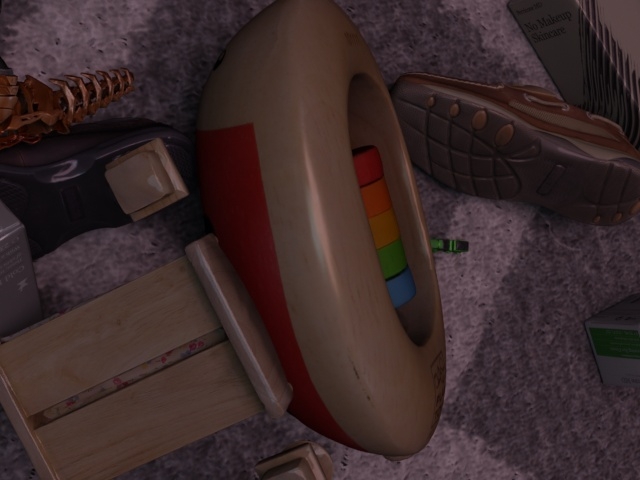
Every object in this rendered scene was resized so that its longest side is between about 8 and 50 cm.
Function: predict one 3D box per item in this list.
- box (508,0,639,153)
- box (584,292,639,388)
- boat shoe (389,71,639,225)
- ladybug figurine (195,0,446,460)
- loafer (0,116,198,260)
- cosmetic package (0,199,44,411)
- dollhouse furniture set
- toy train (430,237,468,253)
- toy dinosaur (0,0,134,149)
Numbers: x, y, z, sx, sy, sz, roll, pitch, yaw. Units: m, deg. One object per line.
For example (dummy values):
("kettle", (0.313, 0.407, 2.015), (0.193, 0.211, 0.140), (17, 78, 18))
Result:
("box", (0.349, -0.202, 1.211), (0.094, 0.113, 0.275), (-41, 104, -22))
("box", (0.393, 0.119, 1.219), (0.102, 0.101, 0.087), (-23, 98, -25))
("boat shoe", (0.220, -0.116, 1.151), (0.324, 0.123, 0.116), (20, 44, -16))
("ladybug figurine", (0.000, 0.000, 0.954), (0.305, 0.162, 0.449), (-30, 106, -70))
("loafer", (-0.262, -0.047, 0.915), (0.303, 0.095, 0.109), (-15, 124, -23))
("cosmetic package", (-0.293, 0.054, 0.791), (0.127, 0.238, 0.107), (-37, 65, -25))
("dollhouse furniture set", (-0.162, 0.140, 0.815), (0.303, 0.174, 0.355), (-24, 94, 11))
("toy train", (0.128, 0.005, 1.134), (0.083, 0.024, 0.017), (4, 85, -27))
("toy dinosaur", (-0.310, -0.135, 0.825), (0.322, 0.164, 0.218), (10, 61, -61))
